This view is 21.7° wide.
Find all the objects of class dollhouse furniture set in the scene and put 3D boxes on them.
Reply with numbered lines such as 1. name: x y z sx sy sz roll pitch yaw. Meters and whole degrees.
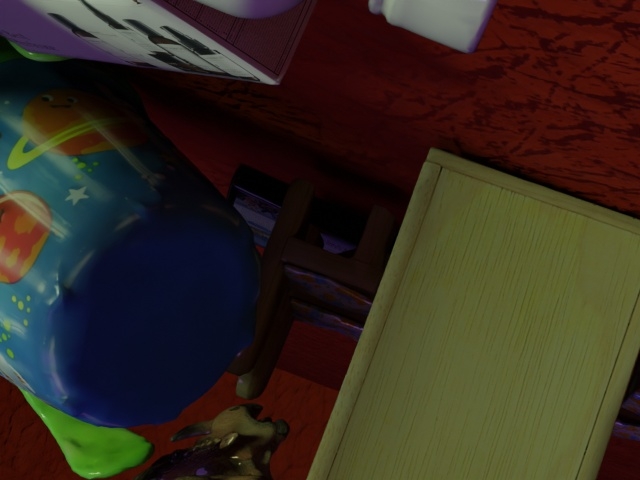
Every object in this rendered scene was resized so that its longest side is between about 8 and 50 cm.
1. dollhouse furniture set: 0.102 0.131 1.141 0.362 0.256 0.394 20 168 7

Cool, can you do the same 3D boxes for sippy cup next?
1. sippy cup: -0.162 0.008 1.117 0.224 0.240 0.305 34 171 45

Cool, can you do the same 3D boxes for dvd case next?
1. dvd case: 0.000 0.000 1.463 0.180 0.022 0.253 25 171 -2

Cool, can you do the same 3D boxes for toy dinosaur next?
1. toy dinosaur: -0.102 0.205 1.177 0.200 0.127 0.296 22 -169 33

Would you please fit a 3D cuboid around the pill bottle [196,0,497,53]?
1. pill bottle: -0.041 -0.135 0.457 0.222 0.124 0.124 24 171 2

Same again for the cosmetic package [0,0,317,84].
1. cosmetic package: -0.117 -0.134 0.865 0.099 0.060 0.239 32 168 -39
